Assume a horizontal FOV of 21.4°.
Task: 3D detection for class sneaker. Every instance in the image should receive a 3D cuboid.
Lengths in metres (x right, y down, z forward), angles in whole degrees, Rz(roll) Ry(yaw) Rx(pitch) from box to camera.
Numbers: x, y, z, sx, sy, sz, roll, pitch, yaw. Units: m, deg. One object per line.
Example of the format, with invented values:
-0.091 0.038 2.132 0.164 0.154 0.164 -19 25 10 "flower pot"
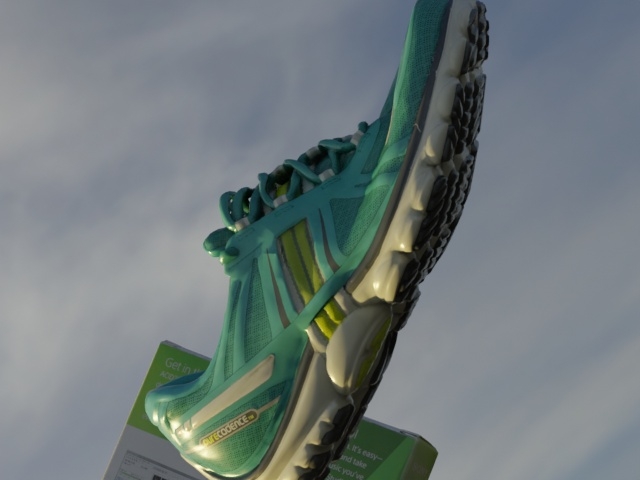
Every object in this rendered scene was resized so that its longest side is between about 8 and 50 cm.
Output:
0.000 0.000 0.825 0.275 0.110 0.107 -63 -9 12 "sneaker"

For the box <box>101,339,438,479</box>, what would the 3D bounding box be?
-0.077 0.260 1.260 0.322 0.232 0.058 -67 -26 -8 "box"
